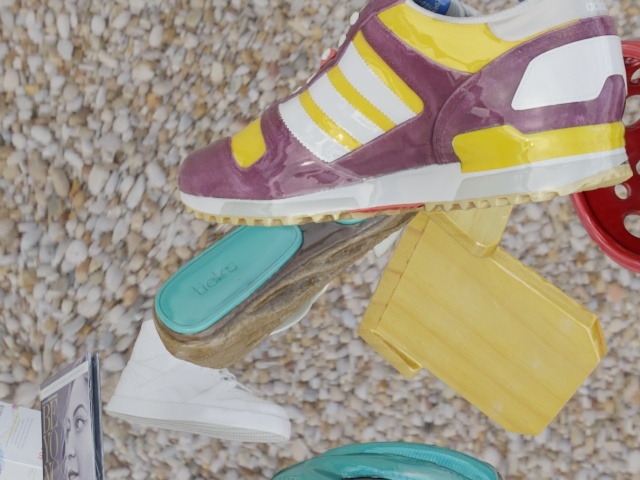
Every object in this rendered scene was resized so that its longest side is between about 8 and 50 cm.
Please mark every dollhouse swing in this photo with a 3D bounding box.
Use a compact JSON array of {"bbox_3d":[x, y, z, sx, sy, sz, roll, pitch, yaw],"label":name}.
[{"bbox_3d":[0.256,0.045,1.613,0.305,0.347,0.315,24,51,4],"label":"dollhouse swing"}]

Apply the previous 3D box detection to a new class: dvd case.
[{"bbox_3d":[-0.276,0.250,1.250,0.018,0.164,0.221,6,69,-31],"label":"dvd case"}]

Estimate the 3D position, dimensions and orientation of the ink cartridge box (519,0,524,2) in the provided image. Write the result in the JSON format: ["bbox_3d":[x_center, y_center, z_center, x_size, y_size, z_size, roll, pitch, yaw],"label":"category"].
[{"bbox_3d":[0.222,-0.284,0.944,0.097,0.207,0.046,18,54,-43],"label":"ink cartridge box"}]

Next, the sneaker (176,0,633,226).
[{"bbox_3d":[0.022,-0.051,0.415,0.069,0.186,0.083,-9,94,-57],"label":"sneaker"}]

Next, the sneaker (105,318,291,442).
[{"bbox_3d":[-0.153,0.176,1.532,0.293,0.108,0.169,4,67,32],"label":"sneaker"}]

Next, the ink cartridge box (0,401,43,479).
[{"bbox_3d":[-0.392,0.254,1.416,0.122,0.052,0.088,15,38,-7],"label":"ink cartridge box"}]

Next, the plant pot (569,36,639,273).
[{"bbox_3d":[0.318,-0.082,0.926,0.174,0.191,0.191,-15,87,-24],"label":"plant pot"}]

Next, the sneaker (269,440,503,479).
[{"bbox_3d":[0.068,0.200,0.513,0.124,0.178,0.295,-39,104,19],"label":"sneaker"}]

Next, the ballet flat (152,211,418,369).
[{"bbox_3d":[0.000,0.000,1.037,0.342,0.124,0.116,-42,58,-12],"label":"ballet flat"}]
